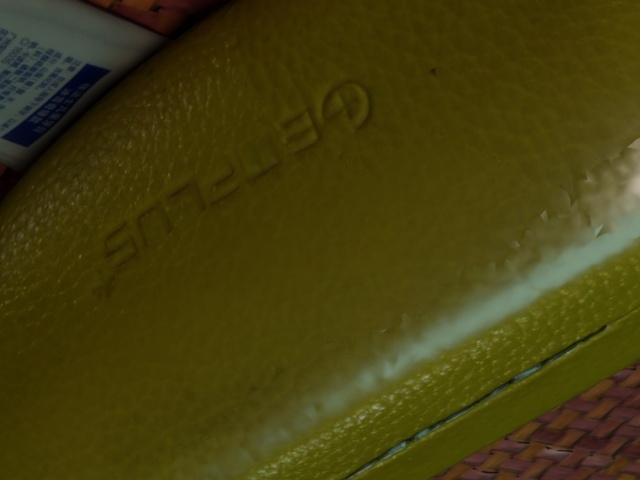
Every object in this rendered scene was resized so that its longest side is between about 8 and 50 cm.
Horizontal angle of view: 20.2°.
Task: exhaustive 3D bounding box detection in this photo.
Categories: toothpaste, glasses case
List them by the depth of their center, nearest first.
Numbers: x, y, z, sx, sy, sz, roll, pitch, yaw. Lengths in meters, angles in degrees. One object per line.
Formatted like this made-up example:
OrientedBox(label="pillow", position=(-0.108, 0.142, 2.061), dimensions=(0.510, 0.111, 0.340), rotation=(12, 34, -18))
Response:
OrientedBox(label="toothpaste", position=(-0.156, -0.079, 0.654), dimensions=(0.096, 0.061, 0.266), rotation=(-38, 143, 27))
OrientedBox(label="glasses case", position=(0.000, 0.000, 0.679), dimensions=(0.371, 0.173, 0.141), rotation=(-32, 150, 20))
